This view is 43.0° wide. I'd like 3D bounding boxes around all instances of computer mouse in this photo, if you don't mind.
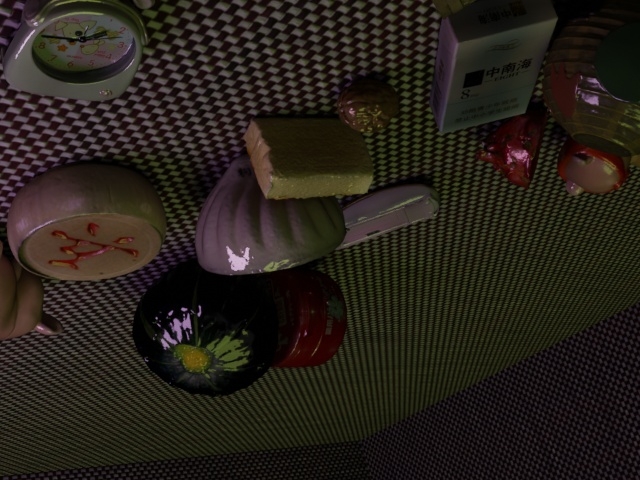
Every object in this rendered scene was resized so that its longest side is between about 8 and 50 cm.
[{"bbox_3d":[0.119,-0.053,1.619,0.245,0.056,0.126,-21,154,8],"label":"computer mouse"}]

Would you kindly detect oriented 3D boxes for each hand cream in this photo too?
[{"bbox_3d":[-0.062,0.169,1.781,0.149,0.230,0.230,10,145,-45],"label":"hand cream"}]

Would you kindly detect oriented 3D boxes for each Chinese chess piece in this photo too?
[{"bbox_3d":[-0.376,-0.026,1.317,0.249,0.103,0.250,-12,154,-6],"label":"Chinese chess piece"}]

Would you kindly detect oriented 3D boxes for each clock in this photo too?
[{"bbox_3d":[-0.280,-0.245,0.955,0.151,0.062,0.191,3,149,-35],"label":"clock"}]

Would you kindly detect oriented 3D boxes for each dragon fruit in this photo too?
[{"bbox_3d":[0.342,-0.177,1.458,0.110,0.153,0.153,15,159,13],"label":"dragon fruit"}]

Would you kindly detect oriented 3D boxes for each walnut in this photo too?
[{"bbox_3d":[0.074,-0.206,1.245,0.096,0.083,0.079,-7,-178,-23],"label":"walnut"}]

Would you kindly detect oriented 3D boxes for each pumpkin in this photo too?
[{"bbox_3d":[-0.220,0.163,1.669,0.295,0.296,0.296,-13,156,-6],"label":"pumpkin"}]

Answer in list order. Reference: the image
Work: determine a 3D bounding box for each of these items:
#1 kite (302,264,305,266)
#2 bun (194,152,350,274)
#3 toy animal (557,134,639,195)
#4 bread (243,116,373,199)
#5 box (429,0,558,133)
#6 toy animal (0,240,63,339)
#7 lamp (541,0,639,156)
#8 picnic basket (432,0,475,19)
[{"bbox_3d":[0.000,0.000,1.715,0.189,0.009,0.232,1,150,-33],"label":"kite"},{"bbox_3d":[-0.093,-0.062,1.355,0.263,0.175,0.263,-11,-164,3],"label":"bun"},{"bbox_3d":[0.541,-0.171,1.527,0.197,0.171,0.171,-23,156,-4],"label":"toy animal"},{"bbox_3d":[-0.015,-0.131,1.284,0.188,0.126,0.068,-5,152,-25],"label":"bread"},{"bbox_3d":[0.255,-0.268,1.237,0.155,0.067,0.243,-16,156,-6],"label":"box"},{"bbox_3d":[-0.558,0.092,1.381,0.166,0.154,0.250,23,163,16],"label":"toy animal"},{"bbox_3d":[0.462,-0.266,1.184,0.250,0.250,0.284,20,94,-52],"label":"lamp"},{"bbox_3d":[0.130,-0.368,0.824,0.139,0.165,0.266,-25,155,18],"label":"picnic basket"}]
